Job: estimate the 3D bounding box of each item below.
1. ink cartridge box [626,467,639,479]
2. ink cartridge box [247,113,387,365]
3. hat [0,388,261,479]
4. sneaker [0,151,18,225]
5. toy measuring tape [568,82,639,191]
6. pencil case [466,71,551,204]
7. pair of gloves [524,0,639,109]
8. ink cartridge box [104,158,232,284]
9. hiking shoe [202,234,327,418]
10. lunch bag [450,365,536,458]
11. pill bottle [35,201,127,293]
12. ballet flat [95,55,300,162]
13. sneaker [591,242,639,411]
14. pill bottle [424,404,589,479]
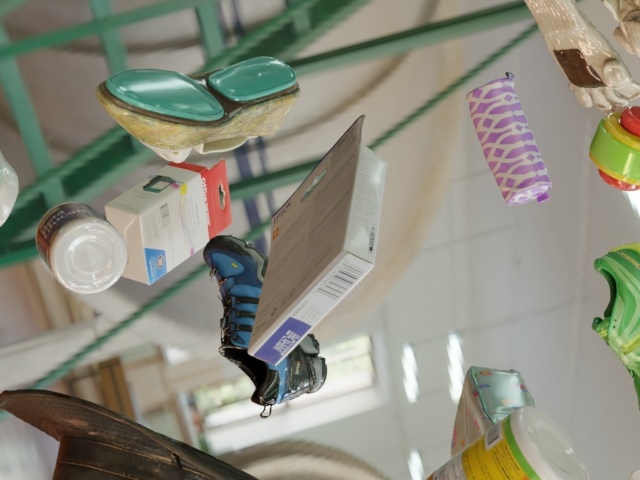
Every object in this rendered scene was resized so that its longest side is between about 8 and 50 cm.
[{"bbox_3d":[0.498,0.382,2.011,0.232,0.171,0.168,93,-27,-65],"label":"ink cartridge box"},{"bbox_3d":[0.000,0.000,1.740,0.223,0.045,0.224,-47,-156,42],"label":"ink cartridge box"},{"bbox_3d":[-0.160,0.252,1.361,0.331,0.331,0.134,96,16,-75],"label":"hat"},{"bbox_3d":[-0.411,-0.100,1.536,0.256,0.151,0.094,35,-80,56],"label":"sneaker"},{"bbox_3d":[0.415,-0.164,2.177,0.330,0.121,0.121,-123,-163,-48],"label":"toy measuring tape"},{"bbox_3d":[0.299,-0.158,2.405,0.088,0.086,0.206,8,62,-62],"label":"pencil case"},{"bbox_3d":[0.329,-0.207,1.649,0.240,0.042,0.204,18,-26,50],"label":"pair of gloves"},{"bbox_3d":[-0.247,-0.042,2.504,0.078,0.231,0.134,14,-57,31],"label":"ink cartridge box"},{"bbox_3d":[-0.112,0.122,2.377,0.304,0.132,0.113,55,-33,19],"label":"hiking shoe"},{"bbox_3d":[0.303,0.357,2.620,0.279,0.108,0.224,-102,-164,-69],"label":"lunch bag"},{"bbox_3d":[-0.304,0.003,1.892,0.169,0.094,0.094,-149,-138,-67],"label":"pill bottle"},{"bbox_3d":[-0.156,-0.156,1.909,0.348,0.123,0.123,-18,92,-52],"label":"ballet flat"},{"bbox_3d":[0.495,0.154,2.406,0.109,0.123,0.295,114,-33,-80],"label":"sneaker"},{"bbox_3d":[0.214,0.335,1.961,0.136,0.246,0.136,39,25,-22],"label":"pill bottle"}]
